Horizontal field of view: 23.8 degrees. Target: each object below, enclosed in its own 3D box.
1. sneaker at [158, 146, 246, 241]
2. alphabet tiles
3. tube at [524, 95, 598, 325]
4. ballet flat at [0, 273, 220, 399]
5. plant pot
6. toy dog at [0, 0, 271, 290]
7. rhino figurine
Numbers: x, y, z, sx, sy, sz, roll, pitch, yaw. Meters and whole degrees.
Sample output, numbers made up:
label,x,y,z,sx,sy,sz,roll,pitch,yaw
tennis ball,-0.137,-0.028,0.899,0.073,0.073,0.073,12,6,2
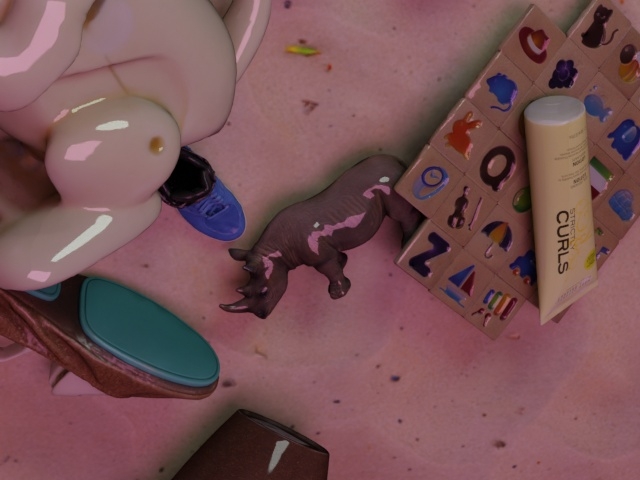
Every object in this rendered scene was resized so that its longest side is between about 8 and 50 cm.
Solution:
label,x,y,z,sx,sy,sz,roll,pitch,yaw
sneaker,-0.119,-0.044,1.467,0.058,0.084,0.152,-36,118,0
alphabet tiles,0.231,-0.071,1.566,0.285,0.011,0.342,37,91,-35
tube,0.249,-0.031,1.553,0.070,0.062,0.240,-6,122,5
ballet flat,-0.265,0.084,1.475,0.342,0.116,0.124,29,122,-25
plant pot,-0.089,0.300,1.578,0.215,0.215,0.230,26,89,-25
toy dog,-0.209,-0.223,1.215,0.395,0.284,0.408,-21,131,-16
rhino figurine,0.000,0.000,1.528,0.243,0.073,0.106,-32,124,-5
